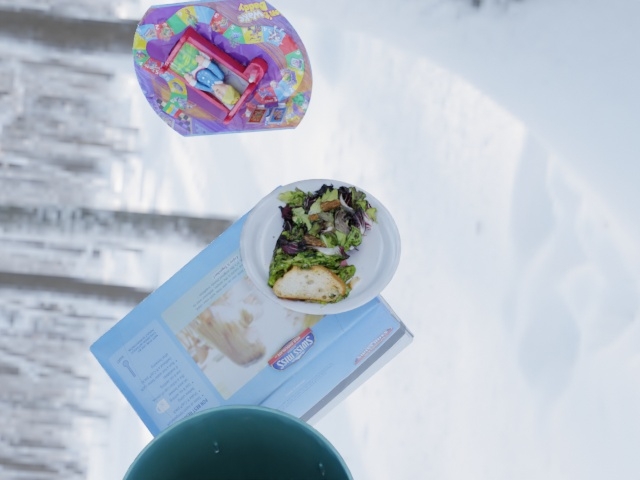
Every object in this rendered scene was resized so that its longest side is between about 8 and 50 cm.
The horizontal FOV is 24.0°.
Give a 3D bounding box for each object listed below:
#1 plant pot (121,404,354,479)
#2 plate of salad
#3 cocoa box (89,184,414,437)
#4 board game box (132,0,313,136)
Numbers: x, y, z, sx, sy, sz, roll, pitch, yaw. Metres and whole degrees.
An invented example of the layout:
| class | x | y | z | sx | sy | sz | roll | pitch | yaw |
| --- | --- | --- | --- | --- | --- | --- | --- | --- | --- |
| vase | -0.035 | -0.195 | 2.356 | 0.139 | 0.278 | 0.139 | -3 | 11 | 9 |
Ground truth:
| class | x | y | z | sx | sy | sz | roll | pitch | yaw |
| --- | --- | --- | --- | --- | --- | --- | --- | --- | --- |
| plant pot | -0.089 | 0.374 | 1.828 | 0.235 | 0.293 | 0.293 | 80 | -171 | -65 |
| plate of salad | 0.000 | 0.000 | 1.846 | 0.048 | 0.200 | 0.199 | 91 | 178 | -57 |
| cocoa box | -0.089 | 0.140 | 2.045 | 0.231 | 0.347 | 0.228 | 50 | -179 | 22 |
| board game box | -0.093 | -0.146 | 1.330 | 0.033 | 0.169 | 0.133 | -65 | -33 | -53 |
